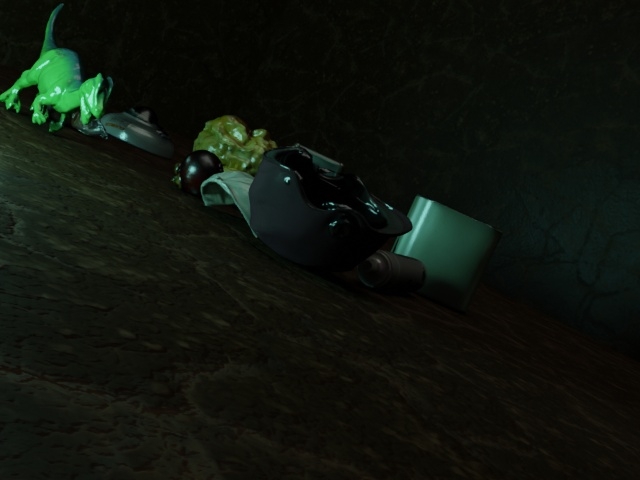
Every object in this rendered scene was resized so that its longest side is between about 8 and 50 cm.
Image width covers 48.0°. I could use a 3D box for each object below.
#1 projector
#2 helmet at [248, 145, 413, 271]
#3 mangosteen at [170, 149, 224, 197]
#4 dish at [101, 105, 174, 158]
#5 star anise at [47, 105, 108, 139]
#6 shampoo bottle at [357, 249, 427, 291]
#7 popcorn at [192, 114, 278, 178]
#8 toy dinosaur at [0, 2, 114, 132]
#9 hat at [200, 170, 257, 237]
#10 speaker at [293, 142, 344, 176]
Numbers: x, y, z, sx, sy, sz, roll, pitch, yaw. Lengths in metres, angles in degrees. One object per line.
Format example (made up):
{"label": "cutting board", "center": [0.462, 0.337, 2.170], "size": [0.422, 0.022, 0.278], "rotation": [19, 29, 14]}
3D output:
{"label": "projector", "center": [0.336, 0.030, 2.009], "size": [0.248, 0.249, 0.248], "rotation": [24, 6, 2]}
{"label": "helmet", "center": [-0.003, -0.041, 1.487], "size": [0.338, 0.197, 0.271], "rotation": [30, 18, -9]}
{"label": "mangosteen", "center": [-0.309, -0.163, 1.793], "size": [0.140, 0.140, 0.140], "rotation": [25, 6, -3]}
{"label": "dish", "center": [-0.610, -0.392, 2.463], "size": [0.273, 0.134, 0.273], "rotation": [26, 5, -3]}
{"label": "star anise", "center": [-0.704, -0.353, 2.040], "size": [0.208, 0.063, 0.172], "rotation": [21, 5, -30]}
{"label": "shampoo bottle", "center": [0.164, 0.073, 1.693], "size": [0.092, 0.092, 0.303], "rotation": [28, 6, 25]}
{"label": "popcorn", "center": [-0.230, -0.211, 2.073], "size": [0.265, 0.225, 0.332], "rotation": [6, 36, -29]}
{"label": "toy dinosaur", "center": [-0.624, -0.471, 1.789], "size": [0.374, 0.500, 0.144], "rotation": [-14, -29, 35]}
{"label": "hat", "center": [-0.145, -0.104, 1.674], "size": [0.226, 0.164, 0.219], "rotation": [-25, 40, -36]}
{"label": "speaker", "center": [-0.046, -0.136, 1.994], "size": [0.153, 0.231, 0.192], "rotation": [25, 5, 0]}
